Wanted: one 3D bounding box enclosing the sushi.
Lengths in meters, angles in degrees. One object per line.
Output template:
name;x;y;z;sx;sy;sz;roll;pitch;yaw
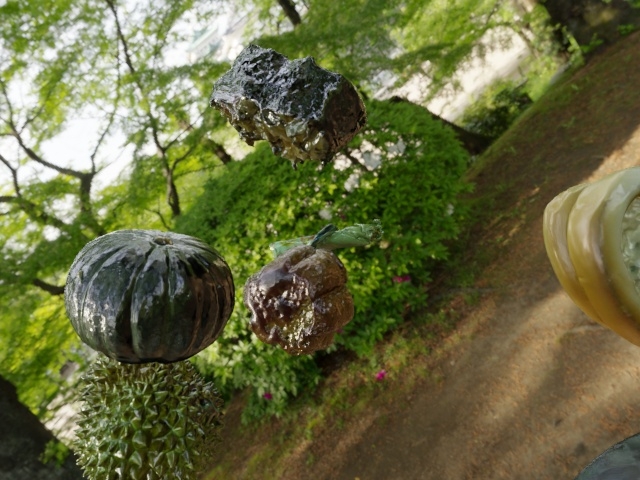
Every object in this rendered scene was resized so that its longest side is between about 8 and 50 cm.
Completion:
sushi;-0.044;-0.171;0.689;0.213;0.147;0.115;29;83;29

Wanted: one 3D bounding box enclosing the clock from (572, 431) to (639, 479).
clock;0.408;0.398;0.590;0.386;0.386;0.076;-42;19;-5

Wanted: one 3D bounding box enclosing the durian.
durian;-0.278;0.296;0.849;0.225;0.291;0.291;-14;23;17

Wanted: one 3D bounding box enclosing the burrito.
burrito;0.000;0.000;1.162;0.288;0.054;0.104;-11;-14;22

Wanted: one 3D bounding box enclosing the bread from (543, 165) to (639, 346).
bread;0.658;0.030;1.030;0.329;0.424;0.245;-53;15;6

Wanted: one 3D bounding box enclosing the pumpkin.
pumpkin;-0.224;0.069;0.685;0.220;0.221;0.161;-94;18;-72

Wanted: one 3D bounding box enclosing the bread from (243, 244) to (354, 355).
bread;-0.042;0.131;1.079;0.247;0.232;0.135;-26;-3;29
